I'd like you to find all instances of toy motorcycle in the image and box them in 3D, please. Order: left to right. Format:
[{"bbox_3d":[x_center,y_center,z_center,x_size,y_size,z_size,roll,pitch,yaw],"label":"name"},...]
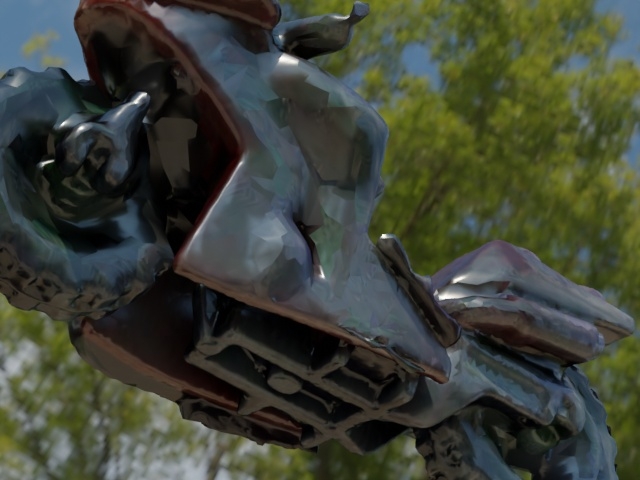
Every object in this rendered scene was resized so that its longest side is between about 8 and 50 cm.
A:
[{"bbox_3d":[-0.001,0.000,0.499,0.213,0.122,0.082,30,-32,-22],"label":"toy motorcycle"}]
